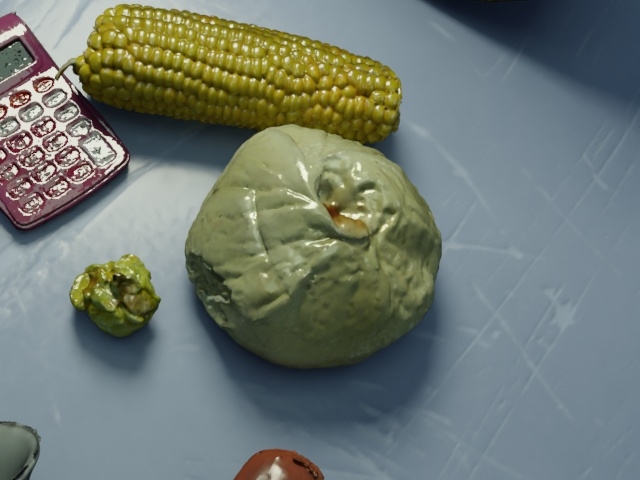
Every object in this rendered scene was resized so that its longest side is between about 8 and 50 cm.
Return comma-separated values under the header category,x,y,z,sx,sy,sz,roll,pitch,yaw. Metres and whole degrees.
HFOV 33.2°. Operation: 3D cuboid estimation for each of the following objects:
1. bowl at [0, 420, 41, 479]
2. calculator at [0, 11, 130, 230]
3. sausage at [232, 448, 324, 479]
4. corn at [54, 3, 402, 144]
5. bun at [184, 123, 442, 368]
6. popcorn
category,x,y,z,sx,sy,sz,roll,pitch,yaw
bowl,-0.321,0.249,0.665,0.346,0.345,0.157,-17,98,-17
calculator,-0.271,-0.105,0.955,0.127,0.034,0.190,-37,82,-24
sausage,-0.049,0.221,0.825,0.076,0.076,0.141,35,65,6
corn,-0.079,-0.153,0.975,0.311,0.101,0.101,6,65,-8
bun,0.000,0.000,0.899,0.221,0.134,0.220,4,64,-9
popcorn,-0.173,0.045,0.891,0.083,0.068,0.059,23,17,26
